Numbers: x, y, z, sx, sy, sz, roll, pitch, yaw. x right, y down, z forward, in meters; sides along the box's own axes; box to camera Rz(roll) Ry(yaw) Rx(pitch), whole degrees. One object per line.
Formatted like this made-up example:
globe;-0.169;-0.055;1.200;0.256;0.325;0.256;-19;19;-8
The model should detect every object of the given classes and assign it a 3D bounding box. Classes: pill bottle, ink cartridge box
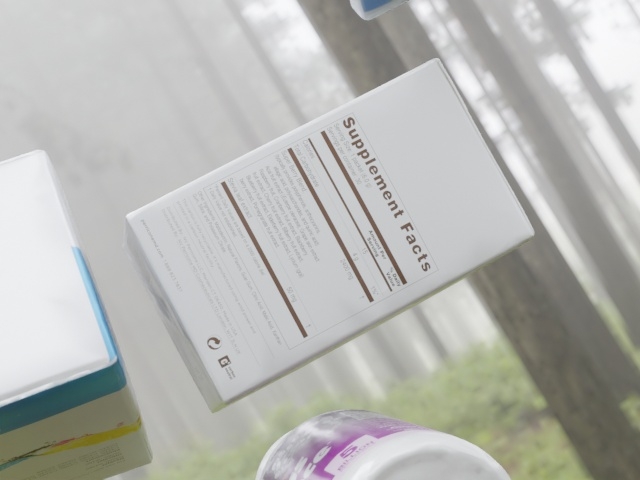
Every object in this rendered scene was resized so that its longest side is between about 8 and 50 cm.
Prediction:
pill bottle;0.041;0.230;1.398;0.169;0.169;0.301;-30;8;-15
ink cartridge box;-0.272;0.093;1.393;0.197;0.198;0.270;-20;-23;-7

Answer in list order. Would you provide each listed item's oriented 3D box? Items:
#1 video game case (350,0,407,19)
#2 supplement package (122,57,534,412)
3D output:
video game case;0.136;-0.366;1.317;0.329;0.300;0.036;-27;41;-8
supplement package;0.000;0.000;1.418;0.293;0.175;0.177;-28;-4;-11
